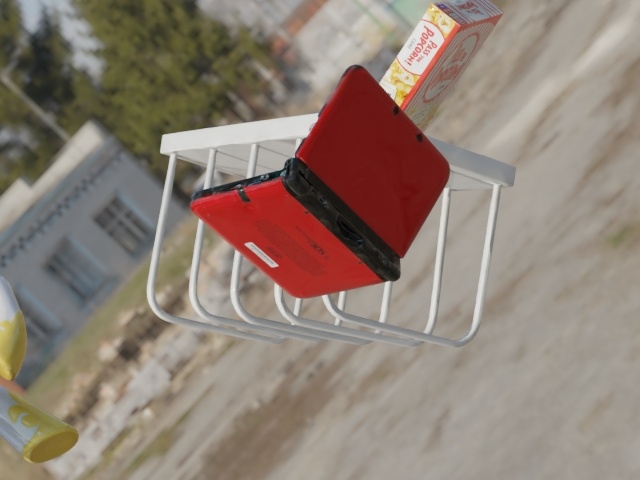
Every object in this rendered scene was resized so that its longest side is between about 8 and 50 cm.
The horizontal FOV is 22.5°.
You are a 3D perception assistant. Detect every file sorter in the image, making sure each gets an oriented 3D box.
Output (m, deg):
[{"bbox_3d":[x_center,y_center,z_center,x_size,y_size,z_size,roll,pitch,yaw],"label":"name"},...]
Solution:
[{"bbox_3d":[0.000,0.000,1.432,0.278,0.193,0.173,-3,76,51],"label":"file sorter"}]

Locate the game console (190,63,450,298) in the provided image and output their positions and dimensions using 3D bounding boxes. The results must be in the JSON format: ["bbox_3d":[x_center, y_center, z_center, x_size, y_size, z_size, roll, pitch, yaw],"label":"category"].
[{"bbox_3d":[0.002,-0.035,1.071,0.124,0.144,0.085,-13,55,28],"label":"game console"}]

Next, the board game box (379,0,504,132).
[{"bbox_3d":[0.120,-0.192,1.860,0.193,0.045,0.147,-57,-14,27],"label":"board game box"}]

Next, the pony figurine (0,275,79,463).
[{"bbox_3d":[-0.437,0.085,1.458,0.351,0.363,0.303,-22,-35,-19],"label":"pony figurine"}]
